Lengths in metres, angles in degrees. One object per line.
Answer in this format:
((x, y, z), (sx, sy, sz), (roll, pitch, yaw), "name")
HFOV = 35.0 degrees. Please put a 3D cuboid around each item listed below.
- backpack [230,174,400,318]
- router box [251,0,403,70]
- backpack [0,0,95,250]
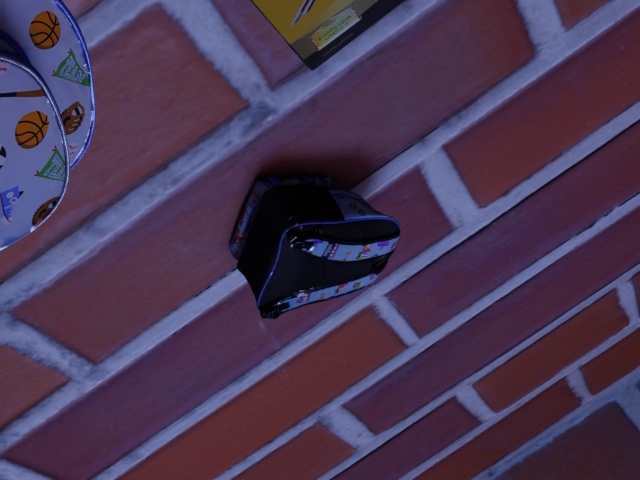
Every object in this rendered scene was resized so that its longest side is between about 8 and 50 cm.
((0.000, 0.000, 1.212), (0.173, 0.117, 0.158), (-7, 138, -30), "backpack")
((0.062, -0.299, 0.862), (0.309, 0.081, 0.243), (-37, 165, 8), "router box")
((-0.305, -0.106, 0.774), (0.263, 0.213, 0.276), (-38, 151, -27), "backpack")
